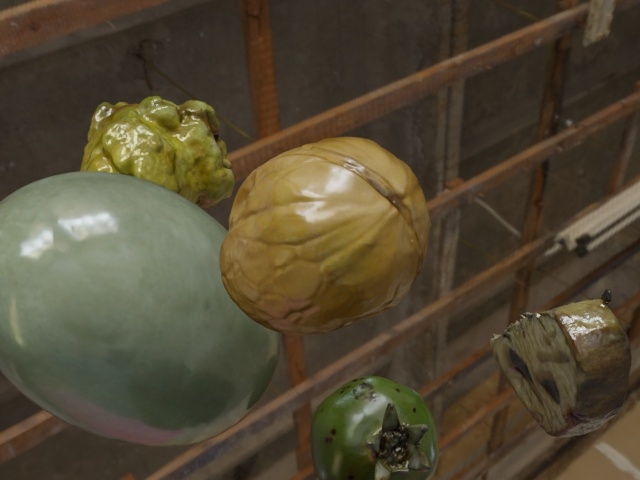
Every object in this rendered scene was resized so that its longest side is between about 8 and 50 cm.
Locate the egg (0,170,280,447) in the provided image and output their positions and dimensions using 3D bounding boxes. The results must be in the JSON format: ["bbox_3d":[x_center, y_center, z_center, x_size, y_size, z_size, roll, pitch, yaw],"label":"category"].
[{"bbox_3d":[-0.194,0.075,0.761,0.258,0.258,0.352,-46,-57,-6],"label":"egg"}]

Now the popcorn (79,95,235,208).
[{"bbox_3d":[-0.217,-0.092,0.975,0.203,0.226,0.201,8,-87,-15],"label":"popcorn"}]

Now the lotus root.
[{"bbox_3d":[0.303,0.163,0.926,0.074,0.170,0.261,-14,-21,-13],"label":"lotus root"}]

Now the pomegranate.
[{"bbox_3d":[0.078,0.269,0.959,0.181,0.181,0.224,-42,-1,-11],"label":"pomegranate"}]

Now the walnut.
[{"bbox_3d":[0.000,0.000,0.599,0.159,0.159,0.206,-11,-14,-37],"label":"walnut"}]
